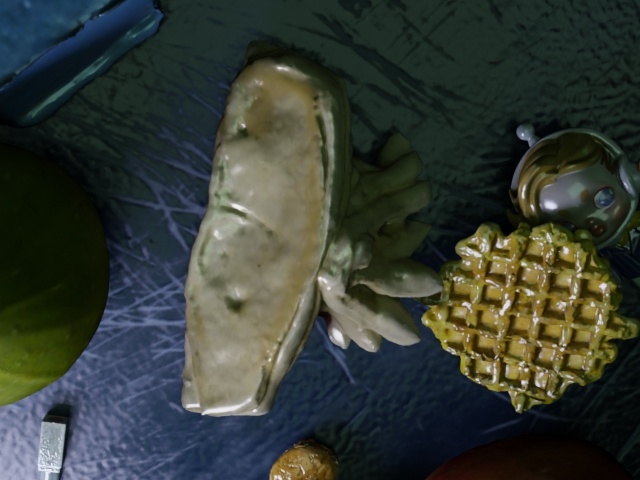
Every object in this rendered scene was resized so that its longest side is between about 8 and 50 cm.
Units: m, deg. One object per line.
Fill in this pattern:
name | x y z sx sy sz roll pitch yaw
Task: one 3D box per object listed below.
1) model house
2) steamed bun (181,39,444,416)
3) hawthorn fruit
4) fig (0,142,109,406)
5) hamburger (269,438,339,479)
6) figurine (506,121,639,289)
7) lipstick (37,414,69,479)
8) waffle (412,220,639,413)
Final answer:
model house | -0.348 -0.293 1.401 0.237 0.215 0.303 -37 96 4
steamed bun | 0.000 0.000 1.490 0.247 0.189 0.428 10 94 35
hawthorn fruit | 0.235 0.372 1.501 0.324 0.308 0.308 -10 100 15
fig | -0.375 0.047 1.399 0.316 0.316 0.316 0 100 -3
hamburger | -0.020 0.283 1.594 0.076 0.044 0.083 36 99 -7
figurine | 0.343 -0.031 1.523 0.274 0.133 0.194 17 121 -11
lipstick | -0.326 0.277 1.583 0.030 0.030 0.129 8 99 -4
waffle | 0.236 0.082 1.514 0.237 0.059 0.243 -28 111 34
